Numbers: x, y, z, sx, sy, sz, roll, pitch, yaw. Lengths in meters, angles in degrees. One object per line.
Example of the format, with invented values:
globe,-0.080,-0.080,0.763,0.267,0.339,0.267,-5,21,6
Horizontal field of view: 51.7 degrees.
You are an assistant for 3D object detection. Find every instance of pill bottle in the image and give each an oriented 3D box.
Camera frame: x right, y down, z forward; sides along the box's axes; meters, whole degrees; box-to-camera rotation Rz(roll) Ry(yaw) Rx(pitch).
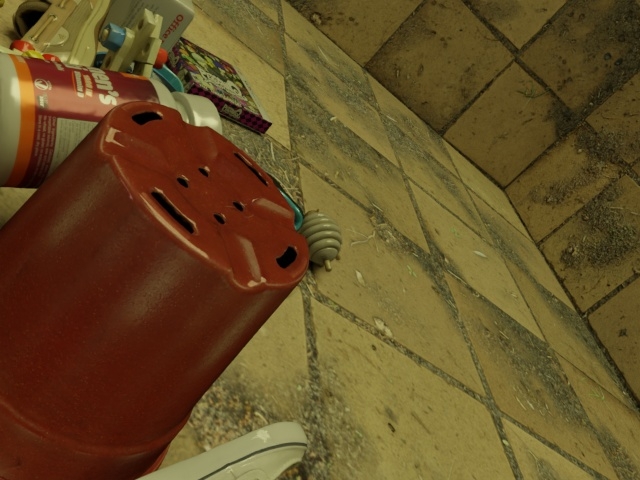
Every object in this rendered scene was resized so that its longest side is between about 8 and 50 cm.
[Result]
pill bottle,-0.218,-0.109,0.659,0.221,0.121,0.121,-1,48,-41

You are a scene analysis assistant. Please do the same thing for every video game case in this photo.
video game case,-0.229,-0.344,1.431,0.232,0.042,0.210,19,33,-48

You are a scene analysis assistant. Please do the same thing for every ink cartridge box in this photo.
ink cartridge box,-0.358,-0.436,1.222,0.203,0.148,0.086,30,25,-35

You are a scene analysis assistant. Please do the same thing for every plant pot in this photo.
plant pot,-0.167,0.042,0.577,0.272,0.265,0.272,38,23,-20

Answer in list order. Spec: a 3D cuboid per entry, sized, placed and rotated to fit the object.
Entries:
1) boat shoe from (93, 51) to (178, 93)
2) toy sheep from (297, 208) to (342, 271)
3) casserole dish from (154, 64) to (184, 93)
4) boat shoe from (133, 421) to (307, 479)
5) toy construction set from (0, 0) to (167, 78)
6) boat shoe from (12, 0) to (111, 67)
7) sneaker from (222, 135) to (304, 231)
boat shoe,-0.259,-0.208,1.063,0.258,0.109,0.089,27,32,-34
toy sheep,0.000,0.000,1.191,0.091,0.091,0.132,18,40,-48
casserole dish,-0.302,-0.274,1.191,0.114,0.037,0.188,31,26,-32
boat shoe,-0.093,0.239,0.599,0.267,0.096,0.088,2,52,-58
toy construction set,-0.358,-0.234,0.818,0.327,0.151,0.215,10,63,-29
boat shoe,-0.400,-0.336,1.007,0.110,0.121,0.341,29,29,-33
sneaker,-0.163,-0.112,0.985,0.340,0.125,0.139,30,-2,-32
